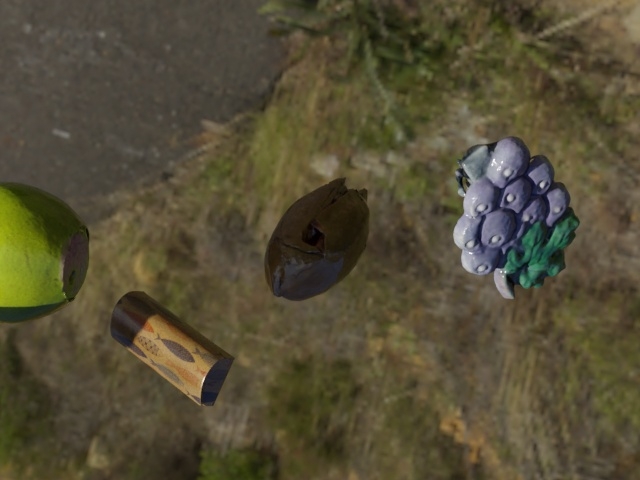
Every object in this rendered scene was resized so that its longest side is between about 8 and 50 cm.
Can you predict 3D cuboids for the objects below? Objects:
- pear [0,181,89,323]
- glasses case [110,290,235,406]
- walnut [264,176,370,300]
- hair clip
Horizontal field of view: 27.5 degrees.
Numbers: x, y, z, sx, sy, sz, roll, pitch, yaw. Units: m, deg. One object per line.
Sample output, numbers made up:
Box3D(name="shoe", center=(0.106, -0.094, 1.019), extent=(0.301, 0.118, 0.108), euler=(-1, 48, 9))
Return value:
Box3D(name="pear", center=(-0.415, 0.015, 1.710), extent=(0.219, 0.188, 0.187), euler=(7, 166, 11))
Box3D(name="glasses case", center=(-0.180, 0.125, 1.533), extent=(0.170, 0.065, 0.041), euler=(32, -167, 34))
Box3D(name="walnut", center=(0.000, 0.000, 2.007), extent=(0.137, 0.245, 0.137), euler=(25, 141, 23))
Box3D(name="hair clip", center=(0.177, -0.021, 1.233), extent=(0.195, 0.124, 0.052), euler=(49, -177, -40))
